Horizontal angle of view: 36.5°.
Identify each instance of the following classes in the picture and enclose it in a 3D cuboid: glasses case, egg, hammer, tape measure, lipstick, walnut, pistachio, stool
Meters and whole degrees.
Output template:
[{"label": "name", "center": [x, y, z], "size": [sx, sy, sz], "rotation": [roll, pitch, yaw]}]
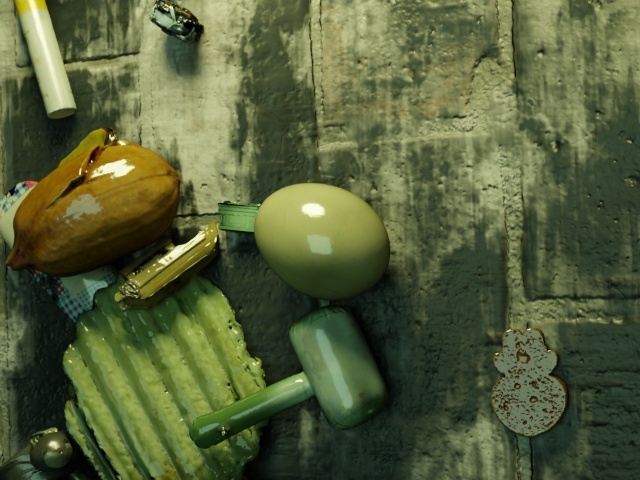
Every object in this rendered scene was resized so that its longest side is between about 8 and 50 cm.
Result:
[{"label": "glasses case", "center": [-0.489, 0.025, 1.823], "size": [0.125, 0.076, 0.327], "rotation": [-46, 77, 12]}, {"label": "egg", "center": [0.000, 0.000, 1.598], "size": [0.242, 0.186, 0.186], "rotation": [23, 96, 20]}, {"label": "hammer", "center": [-0.067, 0.256, 1.617], "size": [0.336, 0.119, 0.206], "rotation": [-26, 79, -2]}, {"label": "tape measure", "center": [-0.260, -0.398, 1.749], "size": [0.094, 0.091, 0.054], "rotation": [32, 106, -1]}, {"label": "lipstick", "center": [-0.528, -0.362, 1.853], "size": [0.059, 0.059, 0.264], "rotation": [-20, 82, 18]}, {"label": "walnut", "center": [-0.406, -0.046, 1.703], "size": [0.336, 0.209, 0.209], "rotation": [-32, 78, -7]}, {"label": "pistachio", "center": [-0.433, -0.139, 1.822], "size": [0.173, 0.049, 0.089], "rotation": [-40, 55, 16]}, {"label": "stool", "center": [-0.496, 0.431, 1.755], "size": [0.153, 0.228, 0.139], "rotation": [-33, 78, -15]}]

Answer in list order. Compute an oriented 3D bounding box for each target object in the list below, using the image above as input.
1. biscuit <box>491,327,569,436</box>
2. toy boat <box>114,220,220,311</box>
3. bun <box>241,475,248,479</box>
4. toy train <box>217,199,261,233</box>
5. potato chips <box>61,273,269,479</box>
[{"label": "biscuit", "center": [0.336, 0.229, 1.564], "size": [0.124, 0.026, 0.175], "rotation": [-4, 88, 18]}, {"label": "toy boat", "center": [-0.271, 0.041, 1.710], "size": [0.226, 0.068, 0.088], "rotation": [-40, 68, -18]}, {"label": "bun", "center": [-0.175, 0.490, 1.687], "size": [0.173, 0.113, 0.166], "rotation": [22, 63, 35]}, {"label": "toy train", "center": [-0.140, -0.042, 1.726], "size": [0.093, 0.038, 0.056], "rotation": [5, 93, 19]}, {"label": "potato chips", "center": [-0.285, 0.256, 1.707], "size": [0.358, 0.070, 0.429], "rotation": [-29, 77, -2]}]
